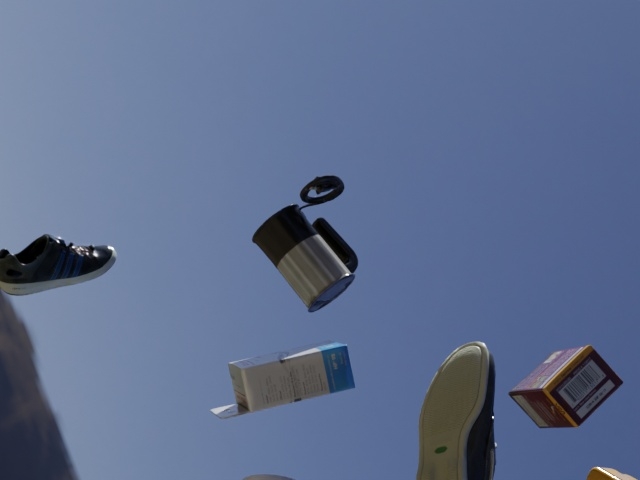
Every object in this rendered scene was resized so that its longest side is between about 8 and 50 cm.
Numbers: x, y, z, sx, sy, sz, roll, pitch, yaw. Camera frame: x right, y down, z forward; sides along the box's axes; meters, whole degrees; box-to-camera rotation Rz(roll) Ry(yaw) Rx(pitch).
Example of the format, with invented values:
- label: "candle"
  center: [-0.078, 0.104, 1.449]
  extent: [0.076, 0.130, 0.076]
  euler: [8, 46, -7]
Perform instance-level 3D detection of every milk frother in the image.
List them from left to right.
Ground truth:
- label: "milk frother"
  center: [0.000, 0.000, 2.157]
  extent: [0.135, 0.129, 0.143]
  euler: [50, -32, 14]

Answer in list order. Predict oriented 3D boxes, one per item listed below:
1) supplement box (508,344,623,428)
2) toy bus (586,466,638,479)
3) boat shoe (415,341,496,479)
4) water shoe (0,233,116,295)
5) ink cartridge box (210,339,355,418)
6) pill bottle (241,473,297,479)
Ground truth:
- label: "supplement box"
  center: [0.378, 0.229, 2.397]
  extent: [0.081, 0.104, 0.188]
  euler: [49, -12, -1]
- label: "toy bus"
  center: [0.447, 0.533, 2.445]
  extent: [0.108, 0.130, 0.333]
  euler: [28, -77, 57]
- label: "boat shoe"
  center: [0.160, 0.227, 1.735]
  extent: [0.084, 0.233, 0.079]
  euler: [-13, -36, 37]
- label: "water shoe"
  center: [-0.418, 0.028, 2.472]
  extent: [0.073, 0.203, 0.080]
  euler: [28, -52, 48]
- label: "ink cartridge box"
  center: [-0.056, 0.180, 2.016]
  extent: [0.104, 0.180, 0.060]
  euler: [179, -101, -77]
- label: "pill bottle"
  center: [-0.066, 0.372, 1.905]
  extent: [0.086, 0.086, 0.152]
  euler: [109, -12, -62]
